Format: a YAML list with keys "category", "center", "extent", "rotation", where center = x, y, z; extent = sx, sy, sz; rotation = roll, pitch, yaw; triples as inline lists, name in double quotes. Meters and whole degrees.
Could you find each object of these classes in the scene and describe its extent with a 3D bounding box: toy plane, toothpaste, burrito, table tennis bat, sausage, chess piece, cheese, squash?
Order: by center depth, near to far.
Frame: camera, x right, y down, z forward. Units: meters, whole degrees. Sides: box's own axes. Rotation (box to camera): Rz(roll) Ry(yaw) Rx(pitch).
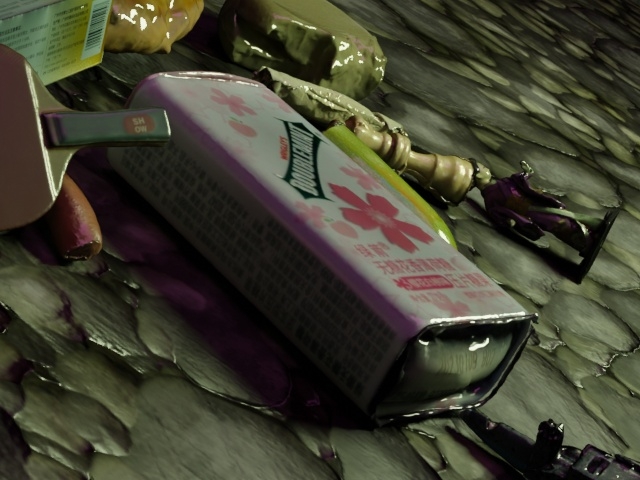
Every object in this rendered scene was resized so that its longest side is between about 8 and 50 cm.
- category: "table tennis bat"
  center: [-0.228, -0.081, 1.301]
  extent: [0.274, 0.021, 0.154]
  rotation: [-5, 78, -41]
- category: "sausage"
  center: [-0.220, -0.044, 1.360]
  extent: [0.047, 0.040, 0.177]
  rotation: [17, 26, -52]
- category: "toy plane"
  center: [0.218, 0.191, 1.382]
  extent: [0.246, 0.078, 0.169]
  rotation: [35, 47, 17]
- category: "toothpaste"
  center: [-0.271, -0.159, 1.434]
  extent: [0.071, 0.089, 0.313]
  rotation: [22, 23, 14]
- category: "squash"
  center: [0.057, -0.022, 1.646]
  extent: [0.188, 0.095, 0.095]
  rotation: [41, 22, 25]
- category: "chess piece"
  center: [0.083, -0.092, 1.913]
  extent: [0.172, 0.060, 0.060]
  rotation: [21, 22, -21]
- category: "burrito"
  center: [0.010, -0.147, 1.944]
  extent: [0.185, 0.045, 0.041]
  rotation: [24, 26, -22]
- category: "cheese"
  center: [-0.035, -0.236, 2.030]
  extent: [0.202, 0.091, 0.175]
  rotation: [10, 29, -43]

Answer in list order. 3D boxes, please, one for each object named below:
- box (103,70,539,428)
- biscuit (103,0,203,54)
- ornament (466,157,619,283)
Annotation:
- category: "box"
  center: [0.000, 0.000, 1.468]
  extent: [0.369, 0.112, 0.190]
  rotation: [41, 25, 29]
- category: "biscuit"
  center: [-0.325, -0.312, 1.766]
  extent: [0.446, 0.104, 0.429]
  rotation: [33, 20, 11]
- category: "ornament"
  center: [0.240, -0.045, 1.987]
  extent: [0.203, 0.081, 0.088]
  rotation: [35, 19, 10]
